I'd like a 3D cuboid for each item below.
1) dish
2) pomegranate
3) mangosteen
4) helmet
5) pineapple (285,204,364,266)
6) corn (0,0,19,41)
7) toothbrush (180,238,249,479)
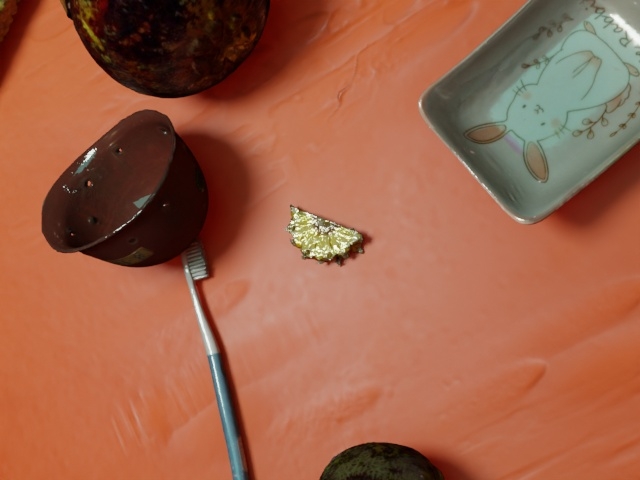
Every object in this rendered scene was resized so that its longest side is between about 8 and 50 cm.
[{"bbox_3d":[0.208,-0.127,0.767,0.212,0.077,0.151,-42,74,11],"label":"dish"},{"bbox_3d":[0.047,0.241,0.779,0.125,0.163,0.138,-31,89,-25],"label":"pomegranate"},{"bbox_3d":[-0.156,-0.241,0.852,0.217,0.192,0.192,42,99,23],"label":"mangosteen"},{"bbox_3d":[-0.176,-0.030,0.879,0.175,0.106,0.155,-19,48,26],"label":"helmet"},{"bbox_3d":[0.000,0.000,0.861,0.083,0.019,0.045,20,86,22],"label":"pineapple"},{"bbox_3d":[-0.387,-0.213,0.990,0.086,0.086,0.288,24,95,21],"label":"corn"},{"bbox_3d":[-0.096,0.130,0.882,0.025,0.019,0.276,-16,79,10],"label":"toothbrush"}]
